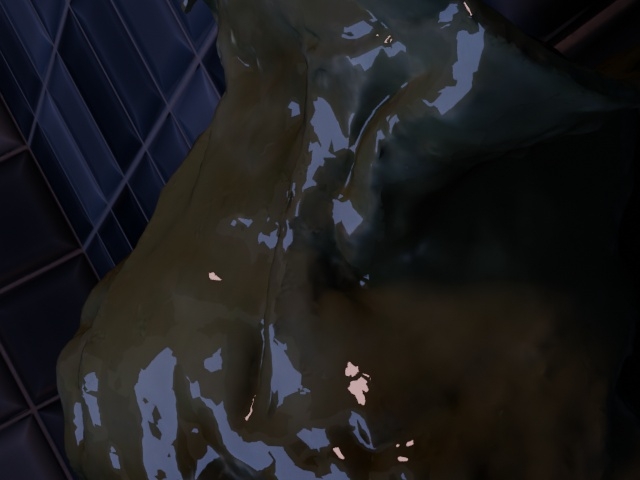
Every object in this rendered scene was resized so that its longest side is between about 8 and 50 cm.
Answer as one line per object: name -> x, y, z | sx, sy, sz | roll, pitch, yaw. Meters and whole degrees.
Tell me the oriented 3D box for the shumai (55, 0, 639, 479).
shumai -> 0.000, 0.000, 0.679 | 0.330, 0.292, 0.288 | 0, 138, 31
